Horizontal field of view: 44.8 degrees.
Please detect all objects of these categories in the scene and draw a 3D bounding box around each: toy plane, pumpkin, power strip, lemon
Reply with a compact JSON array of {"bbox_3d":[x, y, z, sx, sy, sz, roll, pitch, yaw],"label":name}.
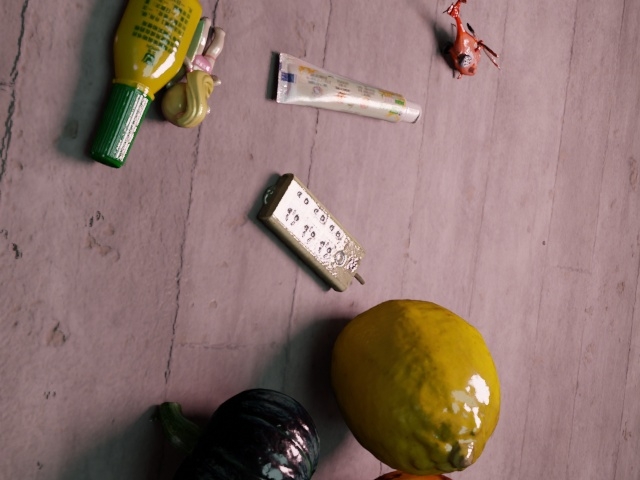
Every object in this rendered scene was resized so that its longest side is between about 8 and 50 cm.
[{"bbox_3d":[0.274,-0.373,1.458,0.077,0.126,0.194,-41,165,-1],"label":"toy plane"},{"bbox_3d":[-0.134,0.311,1.096,0.248,0.248,0.248,-5,98,-43],"label":"pumpkin"},{"bbox_3d":[0.000,0.000,1.294,0.268,0.034,0.092,45,64,-36],"label":"power strip"},{"bbox_3d":[0.159,0.236,1.274,0.285,0.316,0.286,-5,97,-44],"label":"lemon"}]

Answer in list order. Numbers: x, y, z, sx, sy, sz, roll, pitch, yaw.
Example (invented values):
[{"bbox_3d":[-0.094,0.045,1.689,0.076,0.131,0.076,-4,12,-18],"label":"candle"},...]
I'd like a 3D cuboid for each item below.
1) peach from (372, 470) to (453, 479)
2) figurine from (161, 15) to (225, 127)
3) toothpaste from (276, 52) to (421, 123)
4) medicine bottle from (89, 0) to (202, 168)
[{"bbox_3d":[0.148,0.569,1.311,0.372,0.290,0.373,4,76,-17],"label":"peach"},{"bbox_3d":[-0.173,-0.234,1.086,0.083,0.083,0.187,37,59,-39],"label":"figurine"},{"bbox_3d":[0.054,-0.242,1.313,0.314,0.058,0.056,6,133,-40],"label":"toothpaste"},{"bbox_3d":[-0.238,-0.221,1.025,0.095,0.064,0.261,24,78,-27],"label":"medicine bottle"}]
